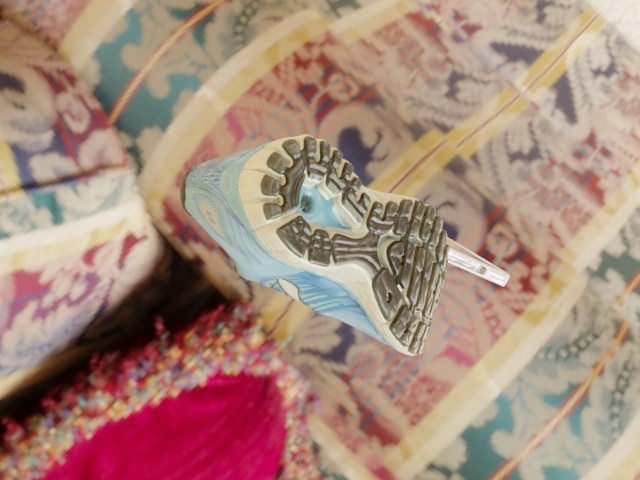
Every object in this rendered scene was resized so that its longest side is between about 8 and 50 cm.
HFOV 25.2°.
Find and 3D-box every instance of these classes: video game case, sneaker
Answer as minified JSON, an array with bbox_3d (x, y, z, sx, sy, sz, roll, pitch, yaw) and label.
[{"bbox_3d":[0.067,-0.004,0.975,0.087,0.122,0.011,32,96,38],"label":"video game case"},{"bbox_3d":[0.000,0.000,0.628,0.073,0.063,0.162,4,156,37],"label":"sneaker"}]
